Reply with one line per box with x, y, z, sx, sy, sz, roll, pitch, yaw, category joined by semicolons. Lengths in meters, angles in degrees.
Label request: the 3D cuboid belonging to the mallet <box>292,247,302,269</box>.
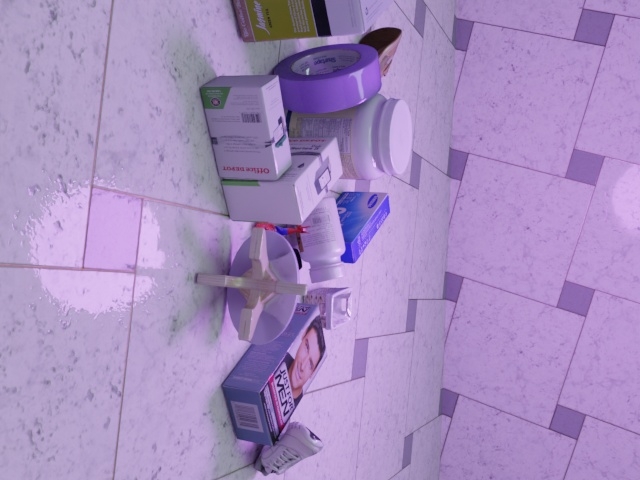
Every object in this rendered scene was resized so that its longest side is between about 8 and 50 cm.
-0.082;0.088;1.936;0.190;0.039;0.062;-76;157;-63;mallet

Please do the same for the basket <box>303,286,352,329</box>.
0.022;0.206;2.170;0.167;0.103;0.113;-10;103;-66;basket

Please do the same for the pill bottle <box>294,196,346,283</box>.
0.000;0.000;1.984;0.131;0.131;0.229;-9;86;-66;pill bottle

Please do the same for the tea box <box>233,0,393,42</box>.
-0.006;-0.643;1.678;0.329;0.323;0.220;-56;142;-47;tea box

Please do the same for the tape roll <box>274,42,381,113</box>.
0.020;-0.430;1.837;0.275;0.274;0.090;-55;142;-49;tape roll

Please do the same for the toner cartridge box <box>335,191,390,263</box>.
0.089;-0.048;2.201;0.348;0.165;0.075;-52;140;-53;toner cartridge box

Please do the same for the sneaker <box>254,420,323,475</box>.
-0.087;0.558;1.838;0.118;0.110;0.292;-49;-177;-34;sneaker

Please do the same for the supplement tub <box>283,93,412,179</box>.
0.067;-0.284;1.907;0.235;0.324;0.236;4;90;-67;supplement tub

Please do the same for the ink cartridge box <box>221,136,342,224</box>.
-0.088;-0.155;1.736;0.273;0.198;0.115;-54;140;-51;ink cartridge box

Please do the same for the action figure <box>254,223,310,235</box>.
-0.107;0.050;1.819;0.091;0.139;0.281;-10;101;-67;action figure

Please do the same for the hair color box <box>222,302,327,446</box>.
-0.111;0.346;1.883;0.374;0.113;0.185;-53;141;-52;hair color box

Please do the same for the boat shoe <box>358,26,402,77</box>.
0.180;-0.610;2.382;0.341;0.121;0.110;-54;147;-34;boat shoe

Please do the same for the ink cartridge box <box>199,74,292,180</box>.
-0.165;-0.256;1.591;0.092;0.160;0.220;-52;141;-51;ink cartridge box

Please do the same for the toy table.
-0.145;0.108;1.634;0.161;0.252;0.274;31;53;-81;toy table
